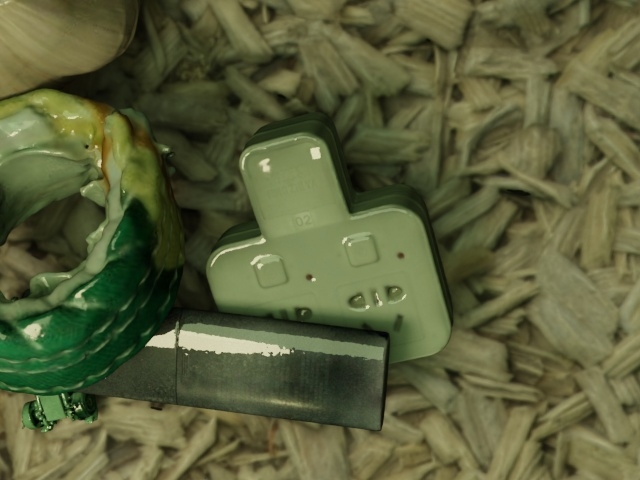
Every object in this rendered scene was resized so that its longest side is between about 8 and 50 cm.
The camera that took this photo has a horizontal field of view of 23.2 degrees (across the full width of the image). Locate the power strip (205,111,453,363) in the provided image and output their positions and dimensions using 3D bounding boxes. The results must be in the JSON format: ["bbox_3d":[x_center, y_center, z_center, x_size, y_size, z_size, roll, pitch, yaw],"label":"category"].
[{"bbox_3d":[0.000,0.000,1.604,0.229,0.141,0.261,-14,106,10],"label":"power strip"}]

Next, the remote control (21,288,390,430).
[{"bbox_3d":[-0.120,0.120,1.573,0.377,0.044,0.107,6,104,9],"label":"remote control"}]

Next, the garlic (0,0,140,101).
[{"bbox_3d":[-0.318,-0.290,1.542,0.317,0.259,0.317,0,94,4],"label":"garlic"}]

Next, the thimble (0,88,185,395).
[{"bbox_3d":[-0.260,-0.001,1.505,0.254,0.167,0.288,35,74,18],"label":"thimble"}]

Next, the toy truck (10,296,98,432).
[{"bbox_3d":[-0.292,0.126,1.670,0.080,0.078,0.154,-14,105,16],"label":"toy truck"}]
